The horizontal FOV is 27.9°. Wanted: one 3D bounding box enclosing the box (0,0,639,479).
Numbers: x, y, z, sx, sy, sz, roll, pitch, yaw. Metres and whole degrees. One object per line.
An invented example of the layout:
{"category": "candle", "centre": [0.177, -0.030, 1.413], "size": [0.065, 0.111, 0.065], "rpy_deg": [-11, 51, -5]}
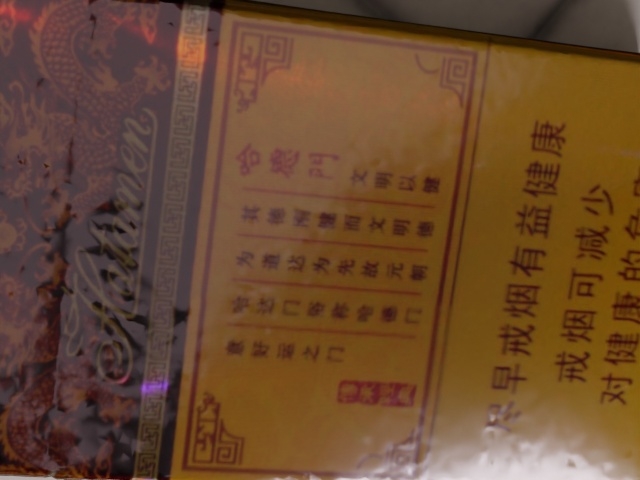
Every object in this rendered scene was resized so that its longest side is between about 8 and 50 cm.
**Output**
{"category": "box", "centre": [0.000, 0.000, 0.721], "size": [0.415, 0.116, 0.264], "rpy_deg": [4, 102, -13]}
